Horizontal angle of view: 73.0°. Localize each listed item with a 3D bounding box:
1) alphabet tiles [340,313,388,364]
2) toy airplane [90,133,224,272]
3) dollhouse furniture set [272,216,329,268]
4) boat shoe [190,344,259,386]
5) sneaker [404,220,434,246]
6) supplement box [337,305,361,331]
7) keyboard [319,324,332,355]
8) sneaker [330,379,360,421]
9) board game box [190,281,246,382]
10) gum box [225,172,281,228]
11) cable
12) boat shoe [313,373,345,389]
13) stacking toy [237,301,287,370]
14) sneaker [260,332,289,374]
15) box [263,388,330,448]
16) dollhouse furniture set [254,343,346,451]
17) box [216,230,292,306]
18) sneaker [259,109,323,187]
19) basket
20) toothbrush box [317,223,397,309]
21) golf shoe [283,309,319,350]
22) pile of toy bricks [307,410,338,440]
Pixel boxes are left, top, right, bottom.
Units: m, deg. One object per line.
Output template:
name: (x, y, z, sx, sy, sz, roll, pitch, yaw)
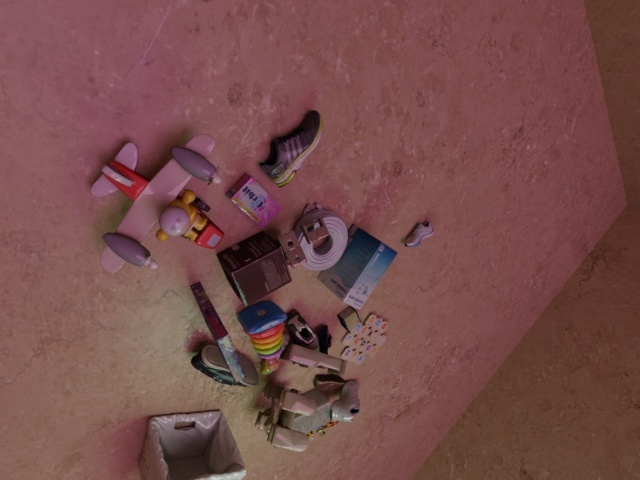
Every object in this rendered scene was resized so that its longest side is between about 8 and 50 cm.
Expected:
alphabet tiles: (0.229, 0.512, 2.236, 0.284, 0.021, 0.278, 34, 92, -40)
toy airplane: (-0.474, -0.107, 1.287, 0.384, 0.272, 0.386, -13, 120, -28)
dollhouse furniture set: (-0.066, 0.013, 1.634, 0.183, 0.129, 0.129, -25, 93, -17)
boat shoe: (-0.392, 0.533, 1.775, 0.113, 0.127, 0.340, -29, 141, 18)
sneaker: (0.472, -0.036, 2.101, 0.190, 0.071, 0.083, -33, 121, -27)
supplement box: (0.138, 0.376, 2.083, 0.083, 0.056, 0.083, -34, 127, -15)
keyboard: (0.030, 0.488, 2.054, 0.100, 0.038, 0.192, -41, 138, -51)
sneaker: (0.151, 0.833, 2.218, 0.297, 0.129, 0.111, -41, 137, -59)
board game box: (-0.366, 0.314, 1.524, 0.056, 0.347, 0.208, -21, 122, -21)
gum box: (-0.237, -0.139, 1.566, 0.107, 0.062, 0.188, -48, 130, -4)
cable: (0.000, 0.000, 1.779, 0.257, 0.089, 0.257, 26, 97, -40)
boat shoe: (0.042, 0.720, 2.192, 0.177, 0.064, 0.060, 12, 111, -31)
stacking toy: (-0.218, 0.421, 1.780, 0.175, 0.165, 0.302, -20, 117, -25)
sneaker: (-0.222, 0.488, 1.892, 0.094, 0.081, 0.209, 26, 91, -31)
box: (-0.110, 0.865, 2.120, 0.311, 0.121, 0.148, -14, 119, -28)
dollhouse furniture set: (-0.078, 0.676, 1.866, 0.256, 0.362, 0.394, 20, 71, -13)
box: (-0.245, 0.101, 1.613, 0.203, 0.168, 0.167, -28, 126, -20)
sneaker: (-0.101, -0.339, 1.533, 0.121, 0.111, 0.300, 32, 91, -36)
basket: (-0.530, 0.906, 1.734, 0.328, 0.331, 0.267, 11, 112, -37)
toothbrush box: (0.154, 0.110, 1.857, 0.126, 0.216, 0.296, 31, 93, -40)
golf shoe: (-0.071, 0.431, 1.931, 0.105, 0.120, 0.273, -42, 131, -11)
pile of toy bricks: (-0.017, 0.942, 2.250, 0.212, 0.118, 0.105, -30, 99, 1)
